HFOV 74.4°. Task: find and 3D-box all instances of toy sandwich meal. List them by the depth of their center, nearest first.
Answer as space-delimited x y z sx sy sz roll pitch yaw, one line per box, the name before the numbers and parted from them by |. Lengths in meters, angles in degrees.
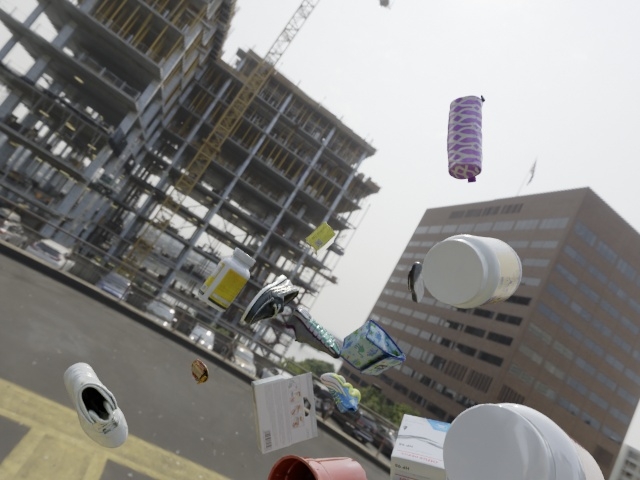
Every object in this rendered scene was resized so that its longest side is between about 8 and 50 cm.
toy sandwich meal | -0.388 0.419 1.338 0.085 0.086 0.029 26 25 24

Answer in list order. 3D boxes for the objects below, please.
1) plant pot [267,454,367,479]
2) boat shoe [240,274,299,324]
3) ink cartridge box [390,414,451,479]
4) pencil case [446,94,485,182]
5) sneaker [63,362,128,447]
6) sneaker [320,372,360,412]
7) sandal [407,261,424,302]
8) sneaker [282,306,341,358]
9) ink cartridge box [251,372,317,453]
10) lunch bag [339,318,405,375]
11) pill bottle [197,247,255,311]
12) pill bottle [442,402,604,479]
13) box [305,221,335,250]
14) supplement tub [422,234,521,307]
plant pot | 0.009 0.829 1.364 0.265 0.273 0.272 18 1 -43
boat shoe | -0.155 0.201 1.379 0.091 0.114 0.302 37 28 6
ink cartridge box | 0.198 0.424 0.822 0.104 0.060 0.180 4 12 20
pencil case | 0.356 -0.252 1.034 0.086 0.206 0.088 -2 -19 32
sneaker | -0.610 0.493 1.168 0.169 0.108 0.293 11 -54 50
sneaker | 0.095 0.716 1.958 0.240 0.126 0.091 35 -56 -19
sandal | 0.407 0.188 1.835 0.054 0.097 0.255 22 -33 30
sneaker | -0.028 0.338 1.454 0.223 0.098 0.083 44 13 16
ink cartridge box | -0.143 0.680 1.694 0.238 0.276 0.060 -6 1 -25
lunch bag | 0.153 0.329 1.236 0.151 0.096 0.129 40 -54 -12
pill bottle | -0.282 0.117 1.287 0.103 0.184 0.103 35 -8 6
pill bottle | 0.213 0.241 0.437 0.121 0.121 0.216 18 -16 48
box | 0.000 0.000 1.428 0.058 0.087 0.232 47 -6 4
supplement tub | 0.517 0.104 1.435 0.241 0.241 0.331 21 12 41
